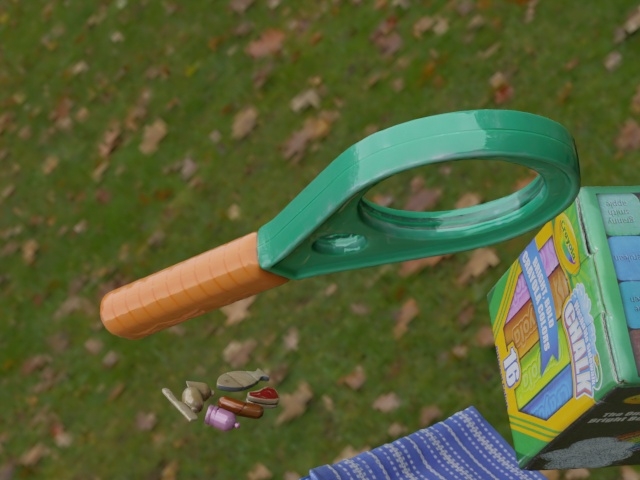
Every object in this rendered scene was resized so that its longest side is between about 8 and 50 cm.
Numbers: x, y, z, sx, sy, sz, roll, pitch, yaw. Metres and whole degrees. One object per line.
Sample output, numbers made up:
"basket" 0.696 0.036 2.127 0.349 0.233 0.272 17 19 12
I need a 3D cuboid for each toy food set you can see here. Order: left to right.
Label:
"toy food set" -0.090 0.157 1.469 0.078 0.122 0.019 39 124 44

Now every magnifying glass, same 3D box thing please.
"magnifying glass" 0.000 0.000 0.624 0.231 0.092 0.026 -20 64 34

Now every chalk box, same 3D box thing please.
"chalk box" 0.281 0.063 1.279 0.289 0.180 0.179 120 146 -59

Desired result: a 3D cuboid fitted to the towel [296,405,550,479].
"towel" 0.150 0.283 1.569 0.243 0.336 0.040 40 120 26
